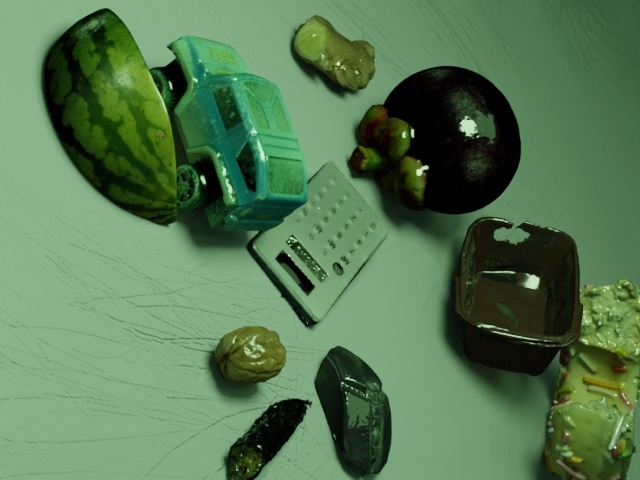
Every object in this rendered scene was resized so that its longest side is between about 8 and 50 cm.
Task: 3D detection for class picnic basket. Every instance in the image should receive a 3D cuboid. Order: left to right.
[{"bbox_3d":[0.333,0.105,1.970,0.222,0.129,0.297,12,42,3],"label":"picnic basket"}]

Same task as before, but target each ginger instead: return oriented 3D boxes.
[{"bbox_3d":[0.040,-0.322,2.014,0.213,0.074,0.137,17,52,-54],"label":"ginger"}]

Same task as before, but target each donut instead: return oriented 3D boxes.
[{"bbox_3d":[0.477,0.266,1.963,0.307,0.150,0.371,81,22,-48],"label":"donut"}]

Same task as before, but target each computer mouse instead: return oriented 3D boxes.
[{"bbox_3d":[0.056,0.235,1.607,0.105,0.062,0.192,13,54,-48],"label":"computer mouse"}]

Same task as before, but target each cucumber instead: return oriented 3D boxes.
[{"bbox_3d":[-0.064,0.249,1.451,0.053,0.053,0.181,58,31,-2],"label":"cucumber"}]

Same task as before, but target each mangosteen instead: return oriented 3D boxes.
[{"bbox_3d":[0.191,-0.167,1.961,0.302,0.275,0.275,-15,74,-19],"label":"mangosteen"}]

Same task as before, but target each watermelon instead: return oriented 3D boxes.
[{"bbox_3d":[-0.282,-0.165,1.462,0.128,0.159,0.303,-21,78,-18],"label":"watermelon"}]

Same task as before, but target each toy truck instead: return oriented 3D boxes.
[{"bbox_3d":[-0.130,-0.148,1.569,0.155,0.156,0.279,2,64,-56],"label":"toy truck"}]

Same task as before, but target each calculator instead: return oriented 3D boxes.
[{"bbox_3d":[0.000,0.000,1.718,0.161,0.021,0.262,50,44,-10],"label":"calculator"}]

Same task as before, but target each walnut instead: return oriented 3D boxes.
[{"bbox_3d":[-0.090,0.148,1.468,0.079,0.082,0.096,43,27,28],"label":"walnut"}]
